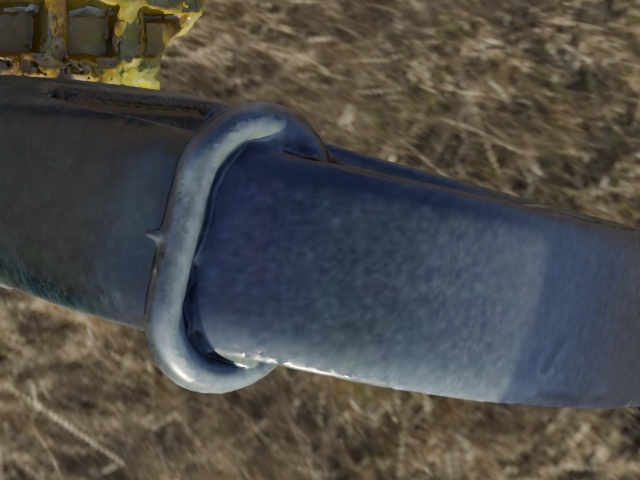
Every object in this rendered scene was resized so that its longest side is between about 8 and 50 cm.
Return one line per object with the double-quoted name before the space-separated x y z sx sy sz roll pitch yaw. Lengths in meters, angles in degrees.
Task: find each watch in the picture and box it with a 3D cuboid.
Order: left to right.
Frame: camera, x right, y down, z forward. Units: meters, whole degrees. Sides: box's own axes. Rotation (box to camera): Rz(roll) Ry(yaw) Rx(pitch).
"watch" 0.000 0.000 0.473 0.206 0.193 0.068 5 99 -63

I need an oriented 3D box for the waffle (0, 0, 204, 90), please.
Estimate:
"waffle" -0.190 -0.130 0.808 0.291 0.051 0.291 2 86 -29
